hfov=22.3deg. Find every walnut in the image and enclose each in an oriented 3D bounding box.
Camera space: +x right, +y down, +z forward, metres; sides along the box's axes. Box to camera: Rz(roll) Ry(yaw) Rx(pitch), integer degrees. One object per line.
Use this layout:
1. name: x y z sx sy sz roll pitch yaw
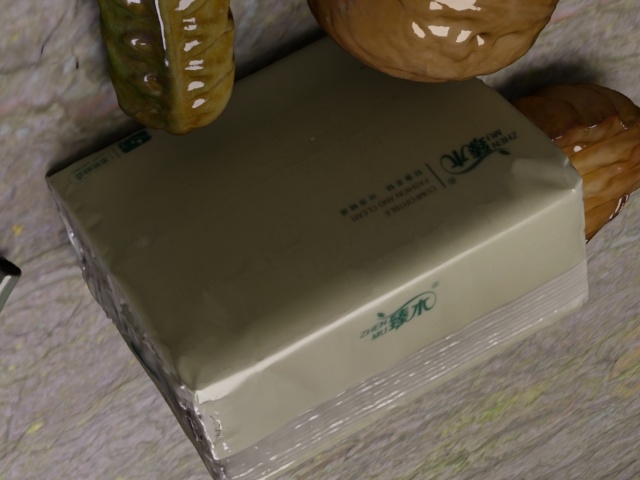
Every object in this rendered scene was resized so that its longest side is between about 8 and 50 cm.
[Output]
1. walnut: 0.090 -0.222 1.272 0.221 0.195 0.195 -1 139 -42

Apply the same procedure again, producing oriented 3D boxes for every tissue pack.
1. tissue pack: 0.000 0.000 1.398 0.380 0.297 0.207 -29 141 -15

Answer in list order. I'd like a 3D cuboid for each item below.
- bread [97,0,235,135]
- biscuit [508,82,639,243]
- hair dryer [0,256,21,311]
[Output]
1. bread: -0.118 -0.172 1.221 0.098 0.087 0.269 -28 154 -15
2. biscuit: 0.222 -0.058 1.800 0.325 0.107 0.326 -24 151 -14
3. hair dryer: -0.317 0.095 1.395 0.167 0.067 0.199 -58 -169 4
